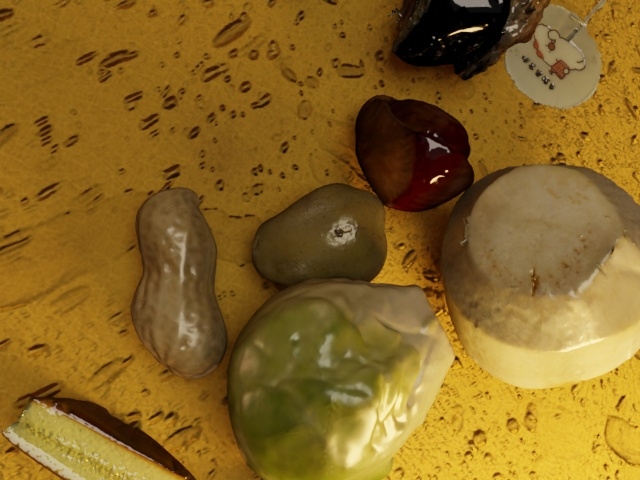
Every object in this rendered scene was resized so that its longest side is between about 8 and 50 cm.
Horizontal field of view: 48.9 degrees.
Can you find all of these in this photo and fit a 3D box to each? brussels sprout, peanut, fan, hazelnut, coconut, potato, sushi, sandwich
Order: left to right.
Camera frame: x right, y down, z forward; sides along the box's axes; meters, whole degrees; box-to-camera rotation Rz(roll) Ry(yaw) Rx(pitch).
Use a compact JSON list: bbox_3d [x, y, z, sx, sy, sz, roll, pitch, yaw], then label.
[{"bbox_3d":[-0.272,0.273,0.888,0.244,0.088,0.090,36,82,-13],"label":"sandwich"},{"bbox_3d":[-0.192,0.056,0.927,0.124,0.123,0.256,-8,82,-18],"label":"peanut"},{"bbox_3d":[0.000,0.000,0.985,0.194,0.157,0.157,-8,84,-2],"label":"potato"},{"bbox_3d":[0.019,0.181,0.884,0.274,0.242,0.316,30,103,-36],"label":"brussels sprout"},{"bbox_3d":[0.131,-0.133,1.015,0.161,0.170,0.201,-23,54,14],"label":"hazelnut"},{"bbox_3d":[0.237,-0.350,1.057,0.219,0.238,0.225,15,94,-19],"label":"sushi"},{"bbox_3d":[0.319,0.053,0.993,0.323,0.323,0.322,2,81,-16],"label":"coconut"},{"bbox_3d":[0.447,-0.366,1.234,0.191,0.009,0.329,43,76,-6],"label":"fan"}]
